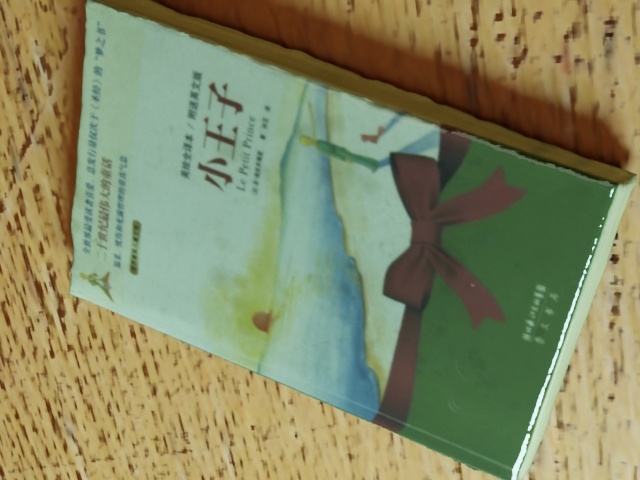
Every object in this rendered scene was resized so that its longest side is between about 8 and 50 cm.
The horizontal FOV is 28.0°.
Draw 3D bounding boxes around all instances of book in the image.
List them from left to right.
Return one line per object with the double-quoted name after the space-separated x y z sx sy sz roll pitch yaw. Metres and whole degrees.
0.000 0.000 0.682 0.290 0.026 0.201 20 125 14 "book"
